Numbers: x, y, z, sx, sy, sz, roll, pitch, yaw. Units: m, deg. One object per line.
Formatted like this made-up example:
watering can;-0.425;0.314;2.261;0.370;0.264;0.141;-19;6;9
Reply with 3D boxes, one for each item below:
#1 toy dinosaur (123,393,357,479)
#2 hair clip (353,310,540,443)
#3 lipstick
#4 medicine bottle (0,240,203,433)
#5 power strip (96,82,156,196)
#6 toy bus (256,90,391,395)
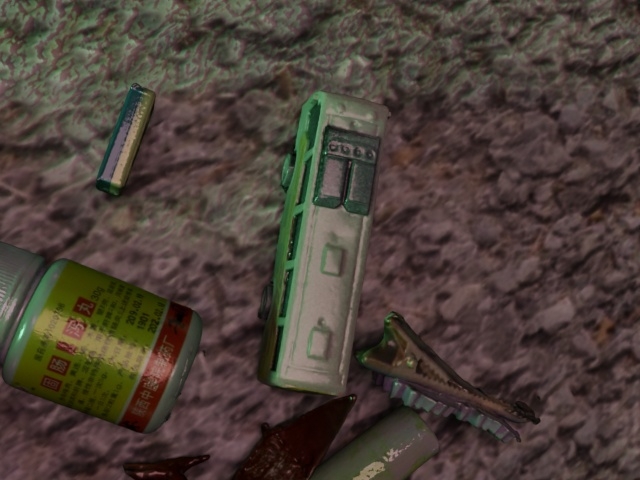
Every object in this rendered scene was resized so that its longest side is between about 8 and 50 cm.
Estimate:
toy dinosaur;-0.103;0.268;0.812;0.328;0.112;0.206;-12;46;-8
hair clip;0.148;0.166;0.919;0.292;0.106;0.084;31;91;-31
lipstick;-0.004;0.298;0.894;0.304;0.076;0.076;-34;92;-18
medicine bottle;-0.246;0.098;0.819;0.226;0.139;0.139;24;77;-11
power strip;-0.217;-0.113;0.899;0.032;0.056;0.123;20;77;-13
toy bus;0.000;0.000;0.902;0.097;0.138;0.342;12;81;-11
